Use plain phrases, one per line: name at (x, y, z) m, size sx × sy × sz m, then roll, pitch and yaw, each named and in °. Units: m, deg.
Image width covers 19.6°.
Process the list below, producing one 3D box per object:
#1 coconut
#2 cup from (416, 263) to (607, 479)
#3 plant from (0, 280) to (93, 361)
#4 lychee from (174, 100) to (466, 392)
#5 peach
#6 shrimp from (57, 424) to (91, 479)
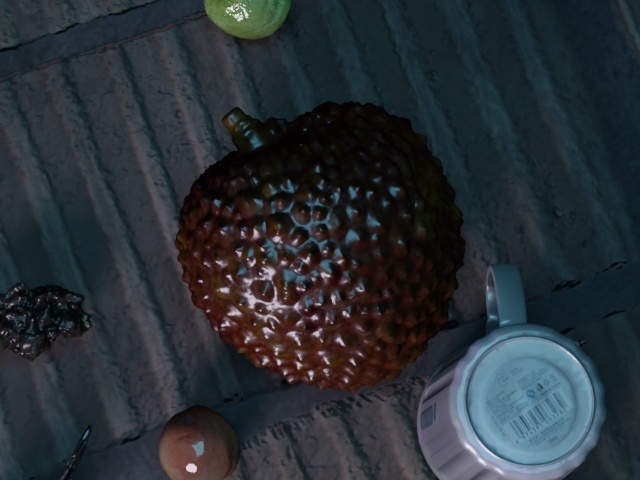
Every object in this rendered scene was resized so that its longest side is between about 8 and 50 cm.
coconut at (-0.073, -0.251, 1.922) m, size 0.087 × 0.096 × 0.088 m, roll -4°, pitch 82°, yaw 31°
cup at (0.172, 0.144, 1.785) m, size 0.167 × 0.202 × 0.221 m, roll -30°, pitch 82°, yaw -8°
plant at (-0.315, 0.093, 1.855) m, size 0.174 × 0.087 × 0.085 m, roll -24°, pitch 45°, yaw -2°
lychee at (0.000, 0.000, 1.780) m, size 0.275 × 0.276 × 0.304 m, roll -35°, pitch 102°, yaw -7°
peach at (-0.121, 0.205, 1.831) m, size 0.083 × 0.083 × 0.083 m, roll 0°, pitch 79°, yaw -1°
shrimp at (-0.327, 0.339, 1.758) m, size 0.137 × 0.172 × 0.372 m, roll 18°, pitch 86°, yaw 8°
